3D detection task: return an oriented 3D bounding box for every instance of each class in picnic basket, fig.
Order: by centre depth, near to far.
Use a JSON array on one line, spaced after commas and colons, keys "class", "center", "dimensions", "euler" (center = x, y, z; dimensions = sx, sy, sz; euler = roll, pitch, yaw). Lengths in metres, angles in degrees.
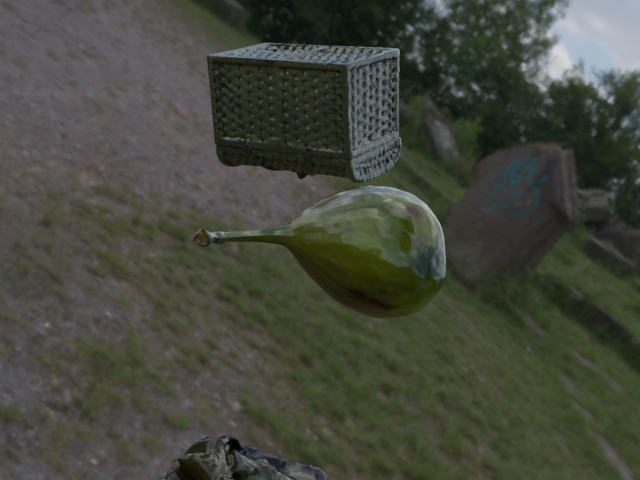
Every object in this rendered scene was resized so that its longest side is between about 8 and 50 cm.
[{"class": "fig", "center": [0.011, -0.008, 0.578], "dimensions": [0.166, 0.093, 0.093], "euler": [28, 13, -27]}, {"class": "picnic basket", "center": [-0.017, -0.152, 1.083], "dimensions": [0.196, 0.154, 0.134], "euler": [10, 22, 28]}]

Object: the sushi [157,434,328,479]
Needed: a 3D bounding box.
[{"class": "sushi", "center": [-0.074, 0.174, 0.389], "dimensions": [0.147, 0.115, 0.212], "euler": [29, 34, 15]}]
